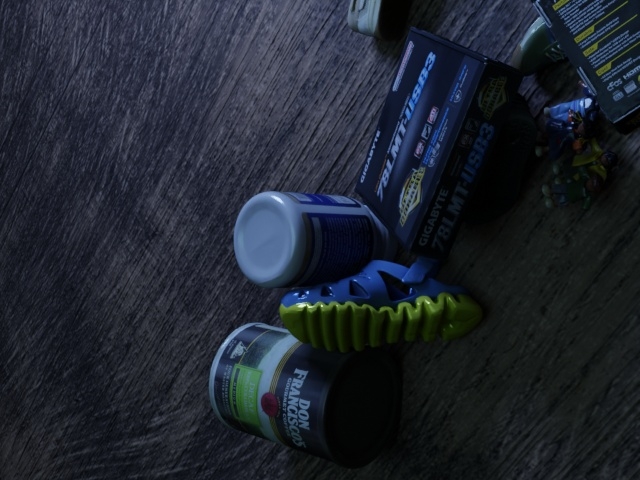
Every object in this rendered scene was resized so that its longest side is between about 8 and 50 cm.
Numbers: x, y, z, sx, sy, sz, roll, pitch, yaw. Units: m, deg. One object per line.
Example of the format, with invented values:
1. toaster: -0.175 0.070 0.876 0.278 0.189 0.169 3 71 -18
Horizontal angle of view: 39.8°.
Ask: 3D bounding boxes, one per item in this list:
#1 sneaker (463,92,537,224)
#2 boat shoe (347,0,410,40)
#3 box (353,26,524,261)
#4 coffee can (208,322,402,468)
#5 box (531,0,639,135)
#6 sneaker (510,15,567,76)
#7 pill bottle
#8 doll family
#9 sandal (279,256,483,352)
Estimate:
1. sneaker: 0.264 -0.133 1.350 0.130 0.087 0.228 -84 4 -47
2. boat shoe: 0.110 -0.490 1.467 0.098 0.109 0.302 26 112 38
3. box: 0.165 -0.157 1.355 0.293 0.073 0.296 -125 52 -62
4. coffee can: -0.028 0.260 1.528 0.275 0.201 0.202 6 94 42
5. box: 0.455 -0.330 1.133 0.322 0.079 0.257 -35 66 22
6. sneaker: 0.361 -0.297 1.267 0.192 0.064 0.086 -51 54 26
7. pill bottle: 0.000 0.000 1.459 0.153 0.264 0.153 -1 89 43
8. doll family: 0.370 -0.135 1.254 0.111 0.076 0.193 -21 77 52
9. sandal: 0.089 0.092 1.402 0.126 0.317 0.138 106 159 -51
